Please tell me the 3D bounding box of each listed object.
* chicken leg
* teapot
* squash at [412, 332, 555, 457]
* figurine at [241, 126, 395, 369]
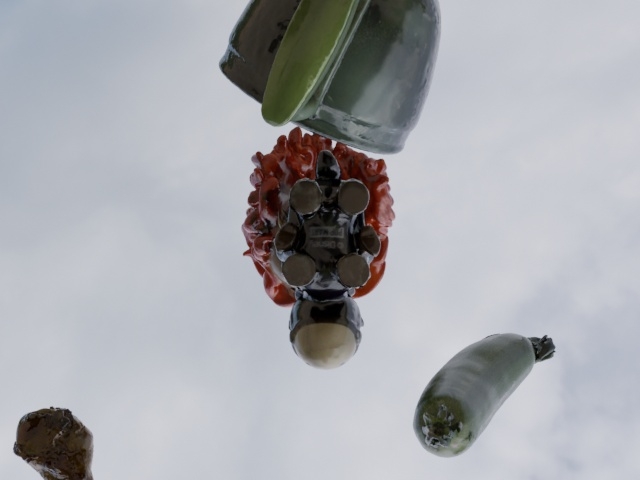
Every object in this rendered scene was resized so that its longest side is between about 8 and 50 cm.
[{"bbox_3d":[-0.373,0.355,1.334,0.107,0.087,0.252,-36,-112,2],"label":"chicken leg"},{"bbox_3d":[0.008,-0.244,0.974,0.239,0.321,0.240,36,-68,29],"label":"teapot"},{"bbox_3d":[0.154,0.151,0.891,0.080,0.071,0.318,11,-164,29],"label":"squash"},{"bbox_3d":[0.002,0.008,1.263,0.241,0.306,0.412,-15,-158,-1],"label":"figurine"}]
